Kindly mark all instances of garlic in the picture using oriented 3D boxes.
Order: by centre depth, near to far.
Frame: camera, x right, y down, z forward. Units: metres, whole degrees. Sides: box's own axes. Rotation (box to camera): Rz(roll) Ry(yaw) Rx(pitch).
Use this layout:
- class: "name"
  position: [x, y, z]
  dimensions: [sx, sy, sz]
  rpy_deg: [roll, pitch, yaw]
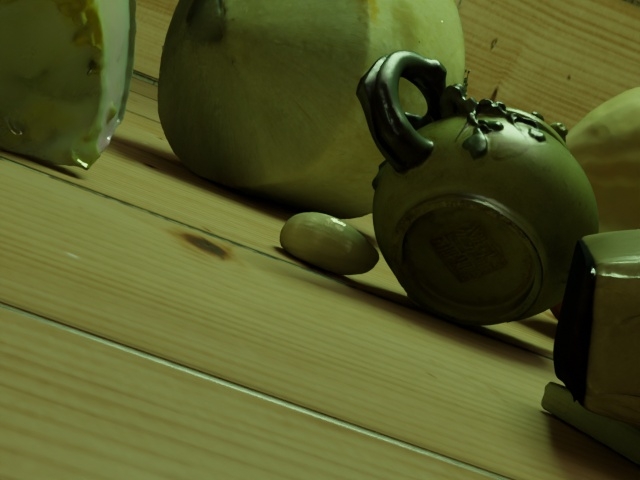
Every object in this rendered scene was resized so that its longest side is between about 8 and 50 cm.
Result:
- class: "garlic"
  position: [0.000, 0.001, 1.270]
  dimensions: [0.083, 0.041, 0.053]
  rpy_deg: [16, -4, 37]

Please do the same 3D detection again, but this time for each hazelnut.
- class: "hazelnut"
  position: [0.292, -0.012, 1.468]
  dimensions: [0.241, 0.261, 0.261]
  rpy_deg: [21, 5, 3]

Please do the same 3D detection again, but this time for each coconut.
- class: "coconut"
  position: [-0.018, -0.173, 1.640]
  dimensions: [0.323, 0.323, 0.323]
  rpy_deg: [21, 5, -2]

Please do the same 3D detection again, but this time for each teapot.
- class: "teapot"
  position: [0.127, -0.044, 1.265]
  dimensions: [0.269, 0.173, 0.182]
  rpy_deg: [50, 39, -18]

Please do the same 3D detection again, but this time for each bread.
- class: "bread"
  position: [0.242, 0.060, 0.925]
  dimensions: [0.212, 0.142, 0.224]
  rpy_deg: [8, 7, 5]

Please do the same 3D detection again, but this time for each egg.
- class: "egg"
  position: [-0.254, -0.187, 1.189]
  dimensions: [0.162, 0.206, 0.271]
  rpy_deg: [9, -13, 21]

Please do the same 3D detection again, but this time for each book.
- class: "book"
  position: [0.263, 0.142, 0.981]
  dimensions: [0.232, 0.022, 0.162]
  rpy_deg: [19, 5, -34]
